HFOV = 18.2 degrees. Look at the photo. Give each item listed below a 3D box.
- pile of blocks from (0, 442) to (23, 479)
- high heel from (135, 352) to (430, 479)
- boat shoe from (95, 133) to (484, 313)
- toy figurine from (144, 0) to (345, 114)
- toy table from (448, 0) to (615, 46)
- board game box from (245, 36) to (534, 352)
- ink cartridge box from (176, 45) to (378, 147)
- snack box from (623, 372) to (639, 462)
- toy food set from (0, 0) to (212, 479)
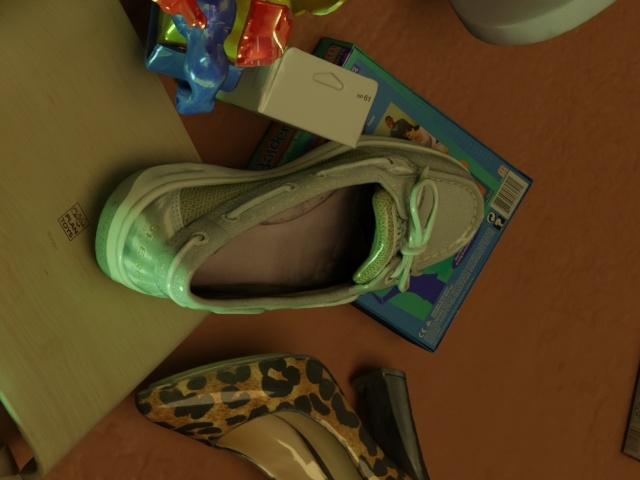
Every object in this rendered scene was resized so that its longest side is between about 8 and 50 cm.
[{"bbox_3d":[-0.286,0.169,1.333,0.113,0.149,0.362,-15,106,17],"label":"pile of blocks"},{"bbox_3d":[-0.013,0.181,1.456,0.261,0.093,0.186,5,64,-39],"label":"high heel"},{"bbox_3d":[0.000,-0.002,1.378,0.320,0.103,0.118,-3,115,-41],"label":"boat shoe"},{"bbox_3d":[-0.095,-0.210,1.309,0.191,0.362,0.217,7,142,-11],"label":"toy figurine"},{"bbox_3d":[0.165,-0.291,1.422,0.274,0.252,0.161,-62,142,-15],"label":"toy table"},{"bbox_3d":[0.045,-0.032,1.510,0.210,0.047,0.160,35,84,-35],"label":"board game box"},{"bbox_3d":[-0.031,-0.110,1.394,0.088,0.122,0.052,18,92,-34],"label":"ink cartridge box"},{"bbox_3d":[0.324,0.125,1.736,0.100,0.037,0.141,4,100,-35],"label":"snack box"},{"bbox_3d":[-0.192,-0.018,1.350,0.220,0.092,0.306,-44,124,-29],"label":"toy food set"}]
